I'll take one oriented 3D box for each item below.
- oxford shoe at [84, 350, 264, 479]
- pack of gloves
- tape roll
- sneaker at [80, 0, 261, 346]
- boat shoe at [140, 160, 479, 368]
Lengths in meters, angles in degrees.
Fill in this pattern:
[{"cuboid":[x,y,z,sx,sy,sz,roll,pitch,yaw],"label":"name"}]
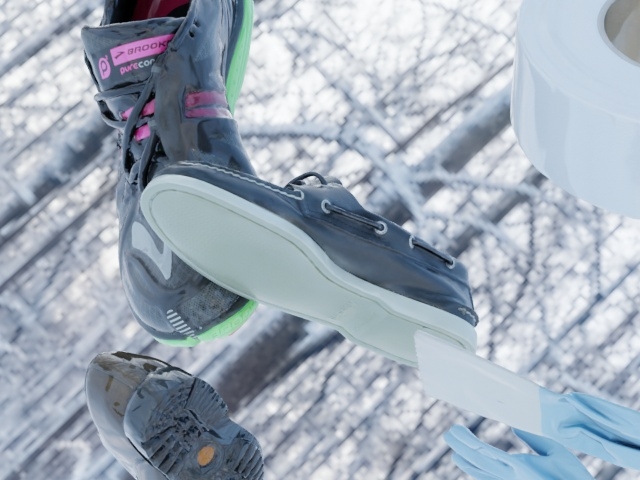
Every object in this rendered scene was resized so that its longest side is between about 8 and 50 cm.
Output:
[{"cuboid":[-0.102,0.145,0.978,0.096,0.083,0.227,26,-30,32],"label":"oxford shoe"},{"cuboid":[0.185,0.142,0.964,0.232,0.046,0.195,20,-32,25],"label":"pack of gloves"},{"cuboid":[0.302,-0.140,1.162,0.286,0.286,0.100,36,-35,35],"label":"tape roll"},{"cuboid":[-0.159,-0.117,1.364,0.202,0.185,0.482,39,35,-54],"label":"sneaker"},{"cuboid":[0.003,-0.001,1.237,0.340,0.113,0.127,25,-33,-17],"label":"boat shoe"}]
